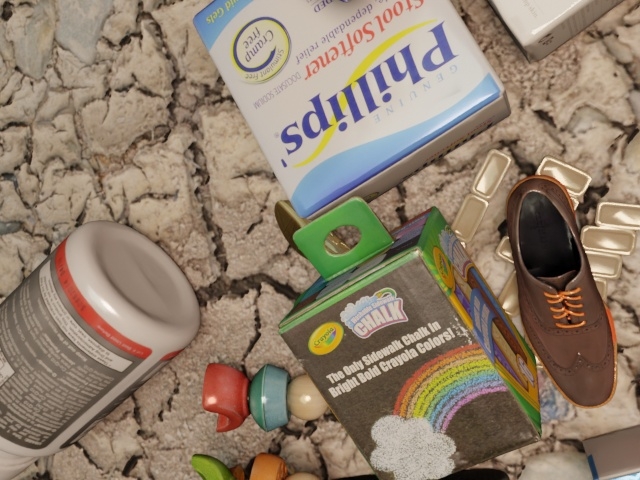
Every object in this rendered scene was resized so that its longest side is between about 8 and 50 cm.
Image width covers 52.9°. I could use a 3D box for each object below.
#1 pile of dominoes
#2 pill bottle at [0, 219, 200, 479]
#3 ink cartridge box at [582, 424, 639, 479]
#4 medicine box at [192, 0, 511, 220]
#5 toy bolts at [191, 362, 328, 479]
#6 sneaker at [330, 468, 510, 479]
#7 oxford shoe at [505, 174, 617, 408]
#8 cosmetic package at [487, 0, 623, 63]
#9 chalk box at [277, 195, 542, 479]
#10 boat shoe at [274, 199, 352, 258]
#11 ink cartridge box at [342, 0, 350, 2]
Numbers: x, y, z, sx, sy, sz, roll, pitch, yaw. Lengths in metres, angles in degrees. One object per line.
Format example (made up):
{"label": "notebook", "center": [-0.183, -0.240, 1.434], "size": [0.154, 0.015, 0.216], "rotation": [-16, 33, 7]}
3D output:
{"label": "pile of dominoes", "center": [0.247, 0.026, 0.775], "size": [0.196, 0.040, 0.251], "rotation": [28, 107, 14]}
{"label": "pill bottle", "center": [-0.357, 0.159, 0.875], "size": [0.363, 0.210, 0.210], "rotation": [-41, 78, 14]}
{"label": "ink cartridge box", "center": [0.354, 0.309, 0.673], "size": [0.082, 0.140, 0.190], "rotation": [-21, 84, 16]}
{"label": "medicine box", "center": [0.039, -0.208, 0.774], "size": [0.264, 0.149, 0.289], "rotation": [-32, 80, 16]}
{"label": "toy bolts", "center": [-0.062, 0.277, 0.823], "size": [0.159, 0.218, 0.228], "rotation": [-3, 56, 6]}
{"label": "sneaker", "center": [0.105, 0.366, 0.783], "size": [0.270, 0.090, 0.144], "rotation": [-10, 85, 16]}
{"label": "oxford shoe", "center": [0.257, 0.064, 0.702], "size": [0.097, 0.098, 0.271], "rotation": [-19, 91, 21]}
{"label": "cosmetic package", "center": [0.319, -0.388, 0.646], "size": [0.385, 0.156, 0.217], "rotation": [-33, 85, 22]}
{"label": "chalk box", "center": [0.087, 0.088, 0.705], "size": [0.180, 0.179, 0.288], "rotation": [-31, 95, 22]}
{"label": "boat shoe", "center": [0.001, -0.001, 0.844], "size": [0.153, 0.048, 0.056], "rotation": [43, 148, 18]}
{"label": "ink cartridge box", "center": [0.010, -0.411, 0.639], "size": [0.270, 0.151, 0.395], "rotation": [-49, 48, 1]}
